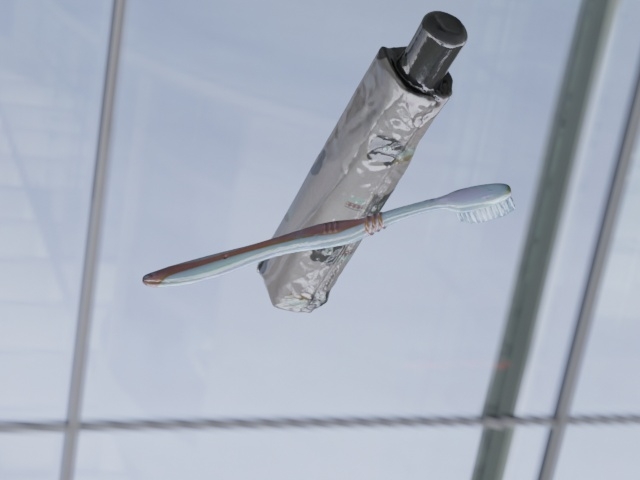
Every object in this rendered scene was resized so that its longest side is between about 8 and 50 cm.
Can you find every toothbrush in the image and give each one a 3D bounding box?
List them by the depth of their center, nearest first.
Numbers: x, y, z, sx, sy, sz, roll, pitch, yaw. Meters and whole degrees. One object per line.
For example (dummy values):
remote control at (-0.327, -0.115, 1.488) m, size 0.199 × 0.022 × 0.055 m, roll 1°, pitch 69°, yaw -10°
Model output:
toothbrush at (0.000, 0.000, 0.705) m, size 0.193 × 0.019 × 0.013 m, roll -13°, pitch -132°, yaw 18°

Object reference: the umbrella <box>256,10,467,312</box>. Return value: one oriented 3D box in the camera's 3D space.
umbrella at (0.034, -0.062, 1.265) m, size 0.067 × 0.337 × 0.073 m, roll -12°, pitch -125°, yaw -41°
